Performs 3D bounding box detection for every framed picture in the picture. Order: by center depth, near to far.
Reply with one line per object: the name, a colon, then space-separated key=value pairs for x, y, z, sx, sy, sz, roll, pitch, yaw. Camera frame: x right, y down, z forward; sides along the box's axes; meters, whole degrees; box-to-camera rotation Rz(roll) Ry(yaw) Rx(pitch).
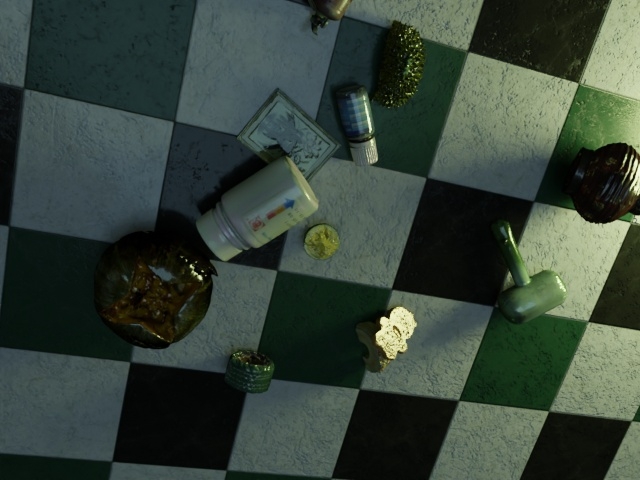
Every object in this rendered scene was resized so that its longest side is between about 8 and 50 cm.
framed picture: x=-0.080 y=-0.262 z=1.609 sx=0.231 sy=0.010 sz=0.173 roll=37 pitch=100 yaw=-21

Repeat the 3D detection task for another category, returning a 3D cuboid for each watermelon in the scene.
watermelon: x=0.000 y=0.000 z=1.697 sx=0.105 sy=0.062 sz=0.105 roll=-3 pitch=103 yaw=-11

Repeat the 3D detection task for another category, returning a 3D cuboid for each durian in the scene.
durian: x=0.211 y=-0.437 z=1.560 sx=0.137 sy=0.095 sz=0.220 roll=10 pitch=114 yaw=-14

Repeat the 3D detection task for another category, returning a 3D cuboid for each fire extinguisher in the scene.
fire extinguisher: x=0.048 y=-0.614 z=1.451 sx=0.105 sy=0.105 sz=0.269 roll=30 pitch=102 yaw=-20

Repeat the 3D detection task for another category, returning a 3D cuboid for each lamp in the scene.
lamp: x=0.815 y=-0.158 z=1.718 sx=0.247 sy=0.247 sz=0.247 roll=-4 pitch=111 yaw=-10

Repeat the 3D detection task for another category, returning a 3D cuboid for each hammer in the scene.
hammer: x=0.599 y=0.083 z=1.836 sx=0.206 sy=0.119 sz=0.335 roll=-29 pitch=107 yaw=-2

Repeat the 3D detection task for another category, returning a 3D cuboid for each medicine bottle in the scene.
medicine bottle: x=-0.164 y=-0.076 z=1.574 sx=0.293 sy=0.170 sz=0.170 roll=-32 pitch=113 yaw=6
medicine bottle: x=0.100 y=-0.298 z=1.593 sx=0.083 sy=0.083 sz=0.203 roll=-18 pitch=113 yaw=-4

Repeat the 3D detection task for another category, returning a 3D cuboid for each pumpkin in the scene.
pumpkin: x=-0.435 y=0.124 z=1.585 sx=0.320 sy=0.192 sz=0.320 roll=-5 pitch=113 yaw=-11

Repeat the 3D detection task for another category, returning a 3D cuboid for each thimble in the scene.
thimble: x=-0.206 y=0.380 z=1.771 sx=0.135 sy=0.118 sz=0.090 roll=16 pitch=102 yaw=0

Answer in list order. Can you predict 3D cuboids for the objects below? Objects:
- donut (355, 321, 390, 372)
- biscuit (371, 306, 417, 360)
donut: x=0.170 y=0.326 z=1.838 sx=0.065 sy=0.108 sz=0.166 roll=-22 pitch=110 yaw=-29
biscuit: x=0.216 y=0.269 z=1.808 sx=0.133 sy=0.027 sz=0.184 roll=41 pitch=54 yaw=-18
